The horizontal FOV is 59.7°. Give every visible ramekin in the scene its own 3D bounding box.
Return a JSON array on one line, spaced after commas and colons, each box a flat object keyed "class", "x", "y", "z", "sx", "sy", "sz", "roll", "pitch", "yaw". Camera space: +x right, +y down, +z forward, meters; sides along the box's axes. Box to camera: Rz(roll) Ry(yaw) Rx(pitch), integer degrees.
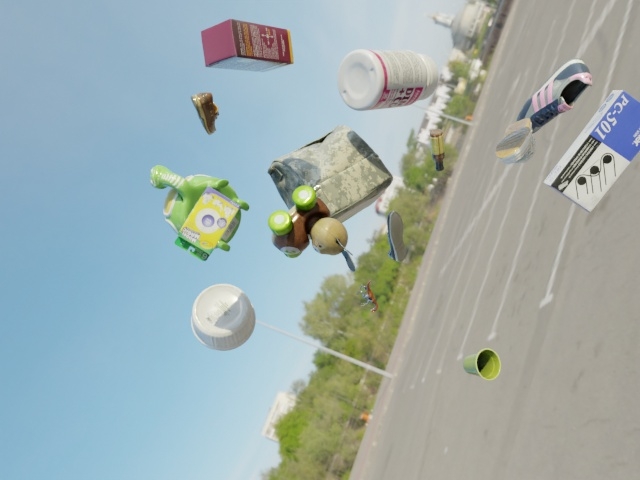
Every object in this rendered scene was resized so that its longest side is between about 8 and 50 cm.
[{"class": "ramekin", "x": -0.309, "y": 0.236, "z": 1.769, "sx": 0.109, "sy": 0.207, "sz": 0.207, "roll": 98, "pitch": -166, "yaw": -61}]

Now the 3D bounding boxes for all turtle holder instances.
[{"class": "turtle holder", "x": -0.424, "y": -0.103, "z": 1.850, "sx": 0.320, "sy": 0.227, "sz": 0.244, "roll": 6, "pitch": -82, "yaw": -51}]

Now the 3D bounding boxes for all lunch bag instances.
[{"class": "lunch bag", "x": 0.026, "y": -0.187, "z": 1.655, "sx": 0.305, "sy": 0.256, "sz": 0.212, "roll": -32, "pitch": -6, "yaw": -28}]

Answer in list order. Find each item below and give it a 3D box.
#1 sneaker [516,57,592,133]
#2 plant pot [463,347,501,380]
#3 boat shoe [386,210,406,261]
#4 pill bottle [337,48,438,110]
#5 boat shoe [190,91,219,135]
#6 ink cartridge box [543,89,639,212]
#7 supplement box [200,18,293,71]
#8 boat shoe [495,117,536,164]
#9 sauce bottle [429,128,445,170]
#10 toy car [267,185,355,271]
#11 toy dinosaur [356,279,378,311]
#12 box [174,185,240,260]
[{"class": "sneaker", "x": 0.811, "y": -0.475, "z": 1.952, "sx": 0.131, "sy": 0.112, "sz": 0.319, "roll": -95, "pitch": 27, "yaw": -43}, {"class": "plant pot", "x": 0.430, "y": 0.337, "z": 1.513, "sx": 0.079, "sy": 0.083, "sz": 0.083, "roll": -28, "pitch": 35, "yaw": 63}, {"class": "boat shoe", "x": 0.256, "y": -0.015, "z": 1.997, "sx": 0.075, "sy": 0.064, "sz": 0.206, "roll": -37, "pitch": -52, "yaw": -33}, {"class": "pill bottle", "x": 0.197, "y": -0.454, "z": 1.567, "sx": 0.283, "sy": 0.160, "sz": 0.161, "roll": -18, "pitch": -45, "yaw": -41}, {"class": "boat shoe", "x": -0.313, "y": -0.356, "z": 1.570, "sx": 0.060, "sy": 0.064, "sz": 0.178, "roll": -25, "pitch": -17, "yaw": -8}, {"class": "ink cartridge box", "x": 0.528, "y": -0.166, "z": 1.047, "sx": 0.207, "sy": 0.097, "sz": 0.046, "roll": -56, "pitch": 4, "yaw": 14}, {"class": "supplement box", "x": -0.162, "y": -0.435, "z": 1.259, "sx": 0.188, "sy": 0.104, "sz": 0.081, "roll": -15, "pitch": -80, "yaw": -51}, {"class": "boat shoe", "x": 0.581, "y": -0.270, "z": 1.616, "sx": 0.096, "sy": 0.098, "sz": 0.277, "roll": 61, "pitch": -142, "yaw": -15}, {"class": "sauce bottle", "x": 0.353, "y": -0.271, "z": 1.681, "sx": 0.042, "sy": 0.042, "sz": 0.128, "roll": -60, "pitch": -33, "yaw": -49}, {"class": "toy car", "x": 0.000, "y": 0.000, "z": 1.222, "sx": 0.149, "sy": 0.188, "sz": 0.155, "roll": -47, "pitch": -23, "yaw": -12}, {"class": "toy dinosaur", "x": 0.140, "y": 0.166, "z": 1.579, "sx": 0.090, "sy": 0.082, "sz": 0.047, "roll": -39, "pitch": 17, "yaw": 51}, {"class": "box", "x": -0.304, "y": -0.043, "z": 1.487, "sx": 0.179, "sy": 0.105, "sz": 0.043, "roll": -60, "pitch": 8, "yaw": -6}]
